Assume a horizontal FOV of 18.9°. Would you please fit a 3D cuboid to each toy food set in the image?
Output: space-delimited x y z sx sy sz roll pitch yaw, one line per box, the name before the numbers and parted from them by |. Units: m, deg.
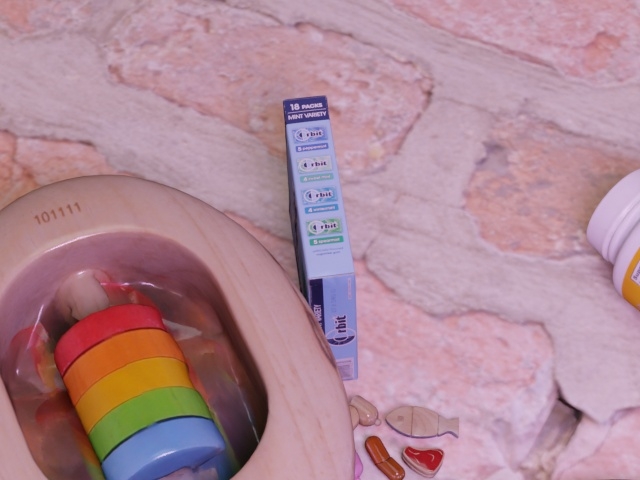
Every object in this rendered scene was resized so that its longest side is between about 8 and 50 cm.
toy food set | 0.048 0.166 1.560 0.122 0.019 0.078 13 56 3

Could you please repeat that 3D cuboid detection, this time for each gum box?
gum box | 0.000 0.000 1.596 0.041 0.157 0.184 -7 54 -3

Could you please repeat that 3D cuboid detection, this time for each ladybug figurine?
ladybug figurine | -0.135 0.149 1.491 0.305 0.162 0.449 -17 55 -10

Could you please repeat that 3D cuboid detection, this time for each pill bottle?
pill bottle | 0.324 0.034 1.580 0.117 0.117 0.215 -36 60 -21

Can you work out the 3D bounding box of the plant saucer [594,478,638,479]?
plant saucer | 0.230 0.308 1.434 0.278 0.041 0.278 -2 54 2
